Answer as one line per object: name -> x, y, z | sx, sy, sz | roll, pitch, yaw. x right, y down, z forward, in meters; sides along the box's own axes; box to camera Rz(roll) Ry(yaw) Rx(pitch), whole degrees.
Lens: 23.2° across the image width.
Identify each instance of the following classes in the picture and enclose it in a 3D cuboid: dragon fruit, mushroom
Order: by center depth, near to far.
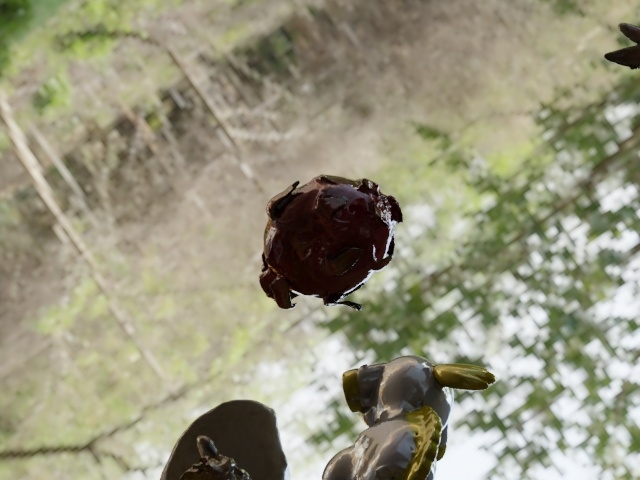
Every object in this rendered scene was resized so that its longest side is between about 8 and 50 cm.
mushroom -> -0.111, 0.289, 1.449 | 0.128, 0.128, 0.350 | -40, 160, -51
dragon fruit -> 0.000, 0.000, 1.573 | 0.166, 0.133, 0.136 | -37, -144, 23

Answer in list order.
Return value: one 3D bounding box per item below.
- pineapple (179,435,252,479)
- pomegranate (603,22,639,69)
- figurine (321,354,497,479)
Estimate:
pineapple -> -0.084, 0.291, 1.065 | 0.334, 0.158, 0.161 | -61, 156, 0
pomegranate -> 0.386, -0.203, 1.608 | 0.191, 0.152, 0.131 | -7, -113, 51
figurine -> 0.059, 0.161, 1.216 | 0.129, 0.109, 0.178 | -32, -164, 41
